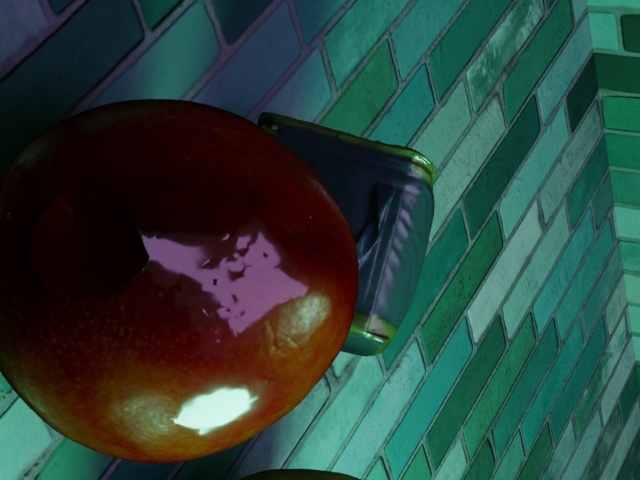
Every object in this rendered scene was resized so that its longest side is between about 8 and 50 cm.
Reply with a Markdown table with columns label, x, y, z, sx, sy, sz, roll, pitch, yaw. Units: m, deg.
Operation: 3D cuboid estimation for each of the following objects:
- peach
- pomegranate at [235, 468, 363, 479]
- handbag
| label | x | y | z | sx | sy | sz | roll | pitch | yaw |
| --- | --- | --- | --- | --- | --- | --- | --- | --- | --- |
| peach | -0.160 | 0.030 | 1.368 | 0.388 | 0.388 | 0.388 | -24 | 119 | -55 |
| pomegranate | -0.031 | 0.479 | 1.688 | 0.417 | 0.417 | 0.416 | -24 | 119 | -55 |
| handbag | 0.000 | 0.000 | 1.721 | 0.222 | 0.263 | 0.241 | 86 | 22 | -76 |
